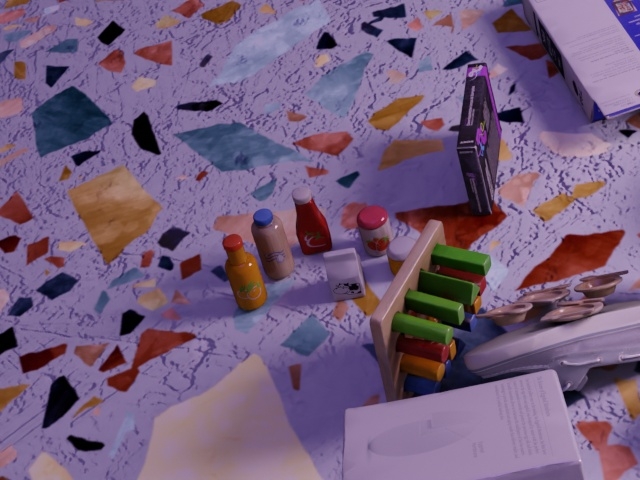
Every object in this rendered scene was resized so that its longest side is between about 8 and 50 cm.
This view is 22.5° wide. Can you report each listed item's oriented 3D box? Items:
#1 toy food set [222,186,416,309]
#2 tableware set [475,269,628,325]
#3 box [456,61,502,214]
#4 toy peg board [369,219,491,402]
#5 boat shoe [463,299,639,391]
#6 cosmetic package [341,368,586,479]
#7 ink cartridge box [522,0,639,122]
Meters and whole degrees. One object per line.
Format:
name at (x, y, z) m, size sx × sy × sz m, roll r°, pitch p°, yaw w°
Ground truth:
toy food set at (0.000, 0.000, 1.953) m, size 0.232 × 0.104 × 0.111 m, roll -9°, pitch 43°, yaw 8°
tableware set at (0.262, 0.066, 1.795) m, size 0.141 × 0.020 × 0.169 m, roll -10°, pitch 9°, yaw 33°
box at (0.199, -0.128, 2.016) m, size 0.029 × 0.116 × 0.162 m, roll -5°, pitch 43°, yaw 15°
toy peg board at (0.133, 0.093, 1.774) m, size 0.079 × 0.160 × 0.161 m, roll 14°, pitch 51°, yaw 26°
boat shoe at (0.272, 0.126, 1.752) m, size 0.228 × 0.081 × 0.079 m, roll -14°, pitch 3°, yaw -5°
cosmetic package at (0.144, 0.246, 1.572) m, size 0.225 × 0.138 × 0.224 m, roll -13°, pitch 16°, yaw 6°
ink cartridge box at (0.395, -0.257, 2.130) m, size 0.165 × 0.065 × 0.332 m, roll -18°, pitch 41°, yaw -1°
